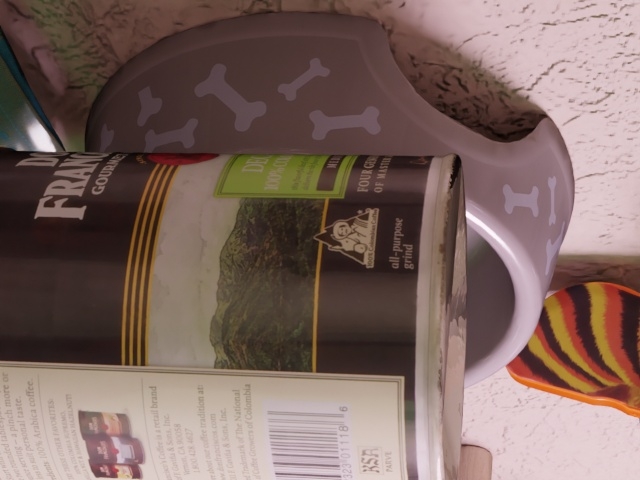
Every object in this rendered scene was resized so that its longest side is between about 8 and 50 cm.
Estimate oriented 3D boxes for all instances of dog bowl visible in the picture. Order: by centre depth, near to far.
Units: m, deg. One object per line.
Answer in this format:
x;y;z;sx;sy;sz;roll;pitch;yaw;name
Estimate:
0.000;0.000;1.004;0.349;0.102;0.349;6;146;4;dog bowl

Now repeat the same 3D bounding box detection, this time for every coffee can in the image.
-0.060;0.049;0.822;0.275;0.201;0.201;1;144;9;coffee can

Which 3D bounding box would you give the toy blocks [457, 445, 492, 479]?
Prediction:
0.100;0.379;1.380;0.288;0.260;0.309;-19;137;34;toy blocks

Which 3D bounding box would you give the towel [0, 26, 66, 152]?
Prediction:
-0.366;-0.066;0.903;0.370;0.040;0.271;-20;137;-1;towel

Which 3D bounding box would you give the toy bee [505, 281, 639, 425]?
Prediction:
0.295;0.092;1.064;0.298;0.162;0.195;28;173;-7;toy bee
